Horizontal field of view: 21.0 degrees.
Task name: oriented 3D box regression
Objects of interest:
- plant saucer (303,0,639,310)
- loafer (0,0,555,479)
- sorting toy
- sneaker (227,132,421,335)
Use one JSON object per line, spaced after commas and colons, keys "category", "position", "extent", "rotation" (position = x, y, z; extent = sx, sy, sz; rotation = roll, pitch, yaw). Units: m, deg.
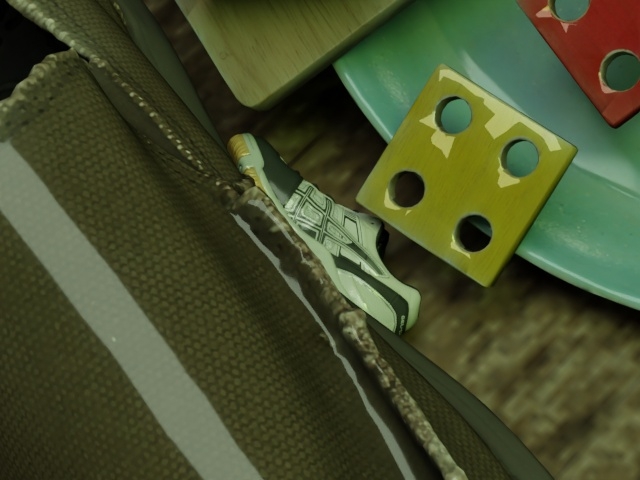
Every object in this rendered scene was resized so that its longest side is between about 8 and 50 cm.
{"category": "plant saucer", "position": [0.138, -0.132, 0.477], "extent": [0.317, 0.043, 0.318], "rotation": [-1, 88, 19]}
{"category": "loafer", "position": [-0.062, 0.032, 0.420], "extent": [0.134, 0.130, 0.366], "rotation": [-45, 55, 7]}
{"category": "sorting toy", "position": [-0.003, -0.120, 0.481], "extent": [0.132, 0.046, 0.274], "rotation": [-35, 78, 16]}
{"category": "sneaker", "position": [0.000, 0.000, 0.507], "extent": [0.037, 0.032, 0.083], "rotation": [-18, 58, -20]}
